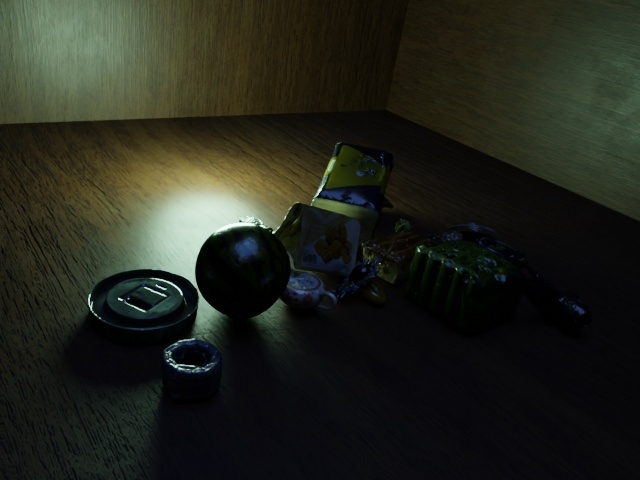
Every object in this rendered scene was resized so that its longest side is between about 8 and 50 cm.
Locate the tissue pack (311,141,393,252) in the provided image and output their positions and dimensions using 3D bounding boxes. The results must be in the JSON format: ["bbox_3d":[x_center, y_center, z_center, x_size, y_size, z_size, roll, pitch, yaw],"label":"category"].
[{"bbox_3d":[0.130,-0.185,2.237,0.263,0.253,0.417,15,42,6],"label":"tissue pack"}]

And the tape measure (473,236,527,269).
[{"bbox_3d":[0.687,0.067,2.192,0.199,0.112,0.186,-9,39,-43],"label":"tape measure"}]

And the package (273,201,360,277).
[{"bbox_3d":[-0.025,0.003,1.923,0.165,0.222,0.311,4,-5,41],"label":"package"}]

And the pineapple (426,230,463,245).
[{"bbox_3d":[0.480,0.010,2.253,0.197,0.108,0.108,1,25,12],"label":"pineapple"}]

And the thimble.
[{"bbox_3d":[-0.317,0.320,1.371,0.150,0.098,0.150,8,26,-4],"label":"thimble"}]

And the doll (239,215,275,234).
[{"bbox_3d":[-0.238,-0.038,2.128,0.091,0.067,0.219,-16,31,-35],"label":"doll"}]

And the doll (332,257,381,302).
[{"bbox_3d":[0.127,0.123,1.844,0.195,0.070,0.096,-41,46,-6],"label":"doll"}]

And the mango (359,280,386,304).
[{"bbox_3d":[0.177,0.176,1.869,0.078,0.057,0.114,-10,40,-39],"label":"mango"}]

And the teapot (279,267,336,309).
[{"bbox_3d":[-0.054,0.160,1.761,0.245,0.116,0.159,18,14,22],"label":"teapot"}]

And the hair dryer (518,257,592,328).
[{"bbox_3d":[0.753,0.144,1.906,0.359,0.120,0.304,42,5,-30],"label":"hair dryer"}]

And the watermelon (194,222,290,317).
[{"bbox_3d":[-0.230,0.090,1.643,0.284,0.285,0.285,8,27,-4],"label":"watermelon"}]

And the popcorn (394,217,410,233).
[{"bbox_3d":[0.351,-0.059,2.376,0.068,0.060,0.083,27,40,30],"label":"popcorn"}]

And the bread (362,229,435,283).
[{"bbox_3d":[0.300,0.051,2.089,0.184,0.114,0.274,31,32,34],"label":"bread"}]

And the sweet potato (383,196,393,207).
[{"bbox_3d":[0.168,-0.160,2.470,0.354,0.095,0.106,-13,61,-33],"label":"sweet potato"}]

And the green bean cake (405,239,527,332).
[{"bbox_3d":[0.495,0.128,1.893,0.319,0.218,0.335,-16,38,-41],"label":"green bean cake"}]

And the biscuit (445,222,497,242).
[{"bbox_3d":[0.626,-0.033,2.316,0.208,0.049,0.181,6,-14,31],"label":"biscuit"}]

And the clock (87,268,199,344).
[{"bbox_3d":[-0.509,0.186,1.605,0.312,0.062,0.313,8,27,-4],"label":"clock"}]
